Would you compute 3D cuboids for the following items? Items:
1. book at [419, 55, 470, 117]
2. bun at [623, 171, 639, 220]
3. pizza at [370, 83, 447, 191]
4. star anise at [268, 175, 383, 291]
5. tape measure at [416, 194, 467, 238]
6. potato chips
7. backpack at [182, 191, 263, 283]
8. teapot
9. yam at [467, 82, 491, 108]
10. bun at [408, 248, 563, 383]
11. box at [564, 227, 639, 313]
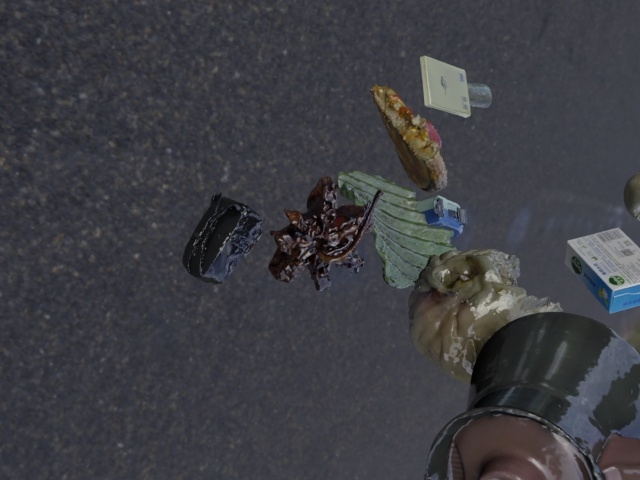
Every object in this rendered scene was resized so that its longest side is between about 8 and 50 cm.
[{"bbox_3d":[0.191,-0.235,1.093,0.111,0.014,0.077,3,78,-46],"label":"book"},{"bbox_3d":[0.825,-0.121,1.741,0.173,0.167,0.113,140,-43,-57],"label":"bun"},{"bbox_3d":[0.287,-0.343,2.245,0.130,0.406,0.440,-28,173,1],"label":"pizza"},{"bbox_3d":[0.000,0.000,1.284,0.126,0.190,0.220,-99,-159,-60],"label":"star anise"},{"bbox_3d":[0.278,-0.042,2.219,0.215,0.351,0.097,15,68,-45],"label":"tape measure"},{"bbox_3d":[0.184,-0.043,1.777,0.097,0.373,0.389,-42,158,28],"label":"potato chips"},{"bbox_3d":[-0.184,0.003,1.341,0.106,0.120,0.165,29,90,-37],"label":"backpack"},{"bbox_3d":[0.356,0.285,1.022,0.362,0.376,0.305,-26,102,-54],"label":"teapot"},{"bbox_3d":[0.376,-0.387,1.890,0.169,0.068,0.068,-4,114,-34],"label":"yam"},{"bbox_3d":[0.285,0.130,1.347,0.205,0.281,0.281,43,68,-33],"label":"bun"},{"bbox_3d":[0.671,0.065,1.625,0.139,0.194,0.073,-14,128,-8],"label":"box"}]
